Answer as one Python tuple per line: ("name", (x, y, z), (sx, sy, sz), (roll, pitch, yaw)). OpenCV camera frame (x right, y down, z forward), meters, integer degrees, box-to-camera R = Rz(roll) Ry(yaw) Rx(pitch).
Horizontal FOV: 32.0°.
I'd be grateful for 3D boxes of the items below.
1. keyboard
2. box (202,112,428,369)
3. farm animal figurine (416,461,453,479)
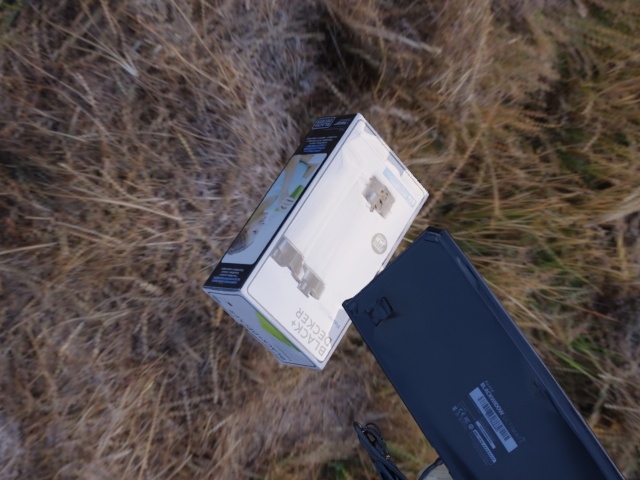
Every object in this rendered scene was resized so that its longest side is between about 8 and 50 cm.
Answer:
("keyboard", (0.119, 0.166, 0.915), (0.201, 0.033, 0.317), (-43, 68, 28))
("box", (0.000, 0.000, 1.423), (0.169, 0.087, 0.290), (48, 64, -29))
("farm animal figurine", (0.273, 0.355, 1.366), (0.172, 0.327, 0.330), (-31, 67, -36))
